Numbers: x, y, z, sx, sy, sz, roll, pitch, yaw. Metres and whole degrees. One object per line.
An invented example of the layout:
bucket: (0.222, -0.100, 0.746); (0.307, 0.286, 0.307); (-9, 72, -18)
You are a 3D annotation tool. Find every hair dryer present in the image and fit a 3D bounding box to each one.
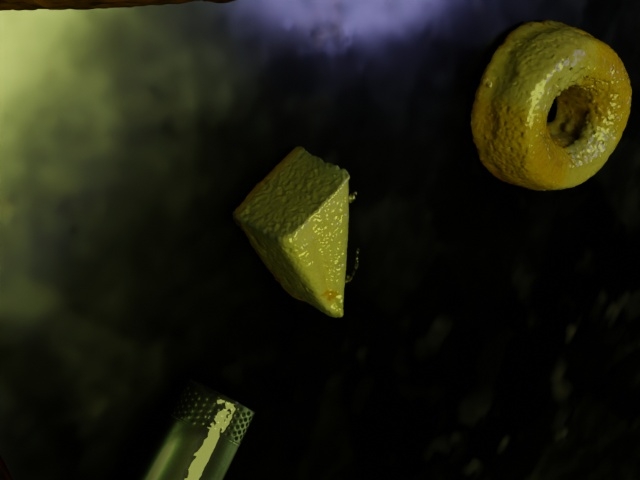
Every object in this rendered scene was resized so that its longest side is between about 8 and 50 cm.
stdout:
hair dryer: (-0.153, 0.246, 0.525); (0.320, 0.155, 0.284); (-64, 172, -5)

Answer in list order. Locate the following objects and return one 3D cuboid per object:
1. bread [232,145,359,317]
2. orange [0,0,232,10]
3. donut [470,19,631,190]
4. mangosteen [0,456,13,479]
bread: (0.000, 0.000, 0.645); (0.080, 0.084, 0.109); (-44, 127, -15)
orange: (-0.094, -0.277, 0.331); (0.322, 0.322, 0.357); (-12, 107, -34)
donut: (0.224, -0.122, 0.785); (0.178, 0.065, 0.162); (-2, 107, -38)
mangosteen: (-0.300, 0.191, 0.355); (0.359, 0.306, 0.306); (3, 105, -22)
